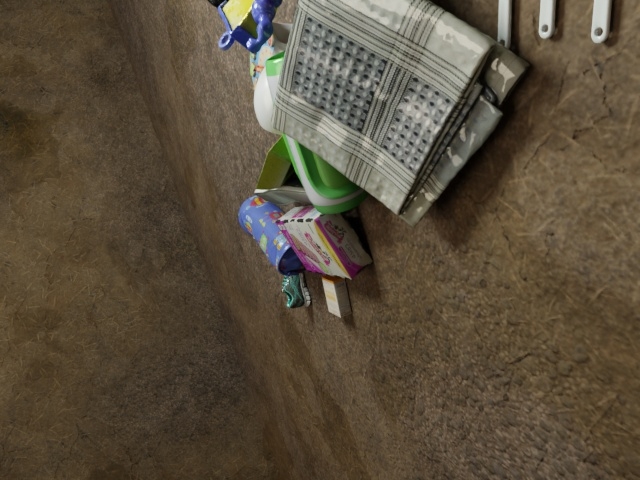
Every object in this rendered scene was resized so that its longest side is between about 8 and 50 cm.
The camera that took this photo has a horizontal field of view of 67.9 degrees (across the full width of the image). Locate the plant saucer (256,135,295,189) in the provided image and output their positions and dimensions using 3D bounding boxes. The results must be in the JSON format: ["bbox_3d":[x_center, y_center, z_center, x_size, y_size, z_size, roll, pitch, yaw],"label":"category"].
[{"bbox_3d":[-0.053,-0.196,1.019,0.045,0.188,0.188,38,157,-1],"label":"plant saucer"}]

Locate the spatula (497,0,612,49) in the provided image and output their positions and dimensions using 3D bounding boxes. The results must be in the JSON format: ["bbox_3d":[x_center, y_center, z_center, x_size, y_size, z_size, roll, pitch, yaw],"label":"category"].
[{"bbox_3d":[0.236,-0.323,0.481,0.168,0.019,0.242,27,130,55],"label":"spatula"}]

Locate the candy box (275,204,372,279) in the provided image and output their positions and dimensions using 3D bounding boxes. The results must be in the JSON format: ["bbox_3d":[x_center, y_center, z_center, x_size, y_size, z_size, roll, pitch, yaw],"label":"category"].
[{"bbox_3d":[0.000,0.000,1.095,0.159,0.071,0.233,57,159,-15],"label":"candy box"}]

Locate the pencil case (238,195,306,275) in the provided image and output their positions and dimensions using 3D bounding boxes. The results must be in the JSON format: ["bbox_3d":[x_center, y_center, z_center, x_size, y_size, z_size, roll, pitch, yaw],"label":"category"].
[{"bbox_3d":[-0.131,-0.014,1.352,0.306,0.119,0.133,43,127,47],"label":"pencil case"}]

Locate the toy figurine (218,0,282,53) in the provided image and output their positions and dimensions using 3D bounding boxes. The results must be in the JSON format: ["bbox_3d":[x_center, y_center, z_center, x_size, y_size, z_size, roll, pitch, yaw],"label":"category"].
[{"bbox_3d":[-0.152,-0.470,0.885,0.217,0.191,0.363,-46,52,28],"label":"toy figurine"}]

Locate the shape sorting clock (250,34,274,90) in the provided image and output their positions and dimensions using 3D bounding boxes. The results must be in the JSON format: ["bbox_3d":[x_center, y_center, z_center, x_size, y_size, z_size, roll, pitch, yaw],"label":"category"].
[{"bbox_3d":[-0.128,-0.416,1.159,0.206,0.040,0.206,45,145,44],"label":"shape sorting clock"}]

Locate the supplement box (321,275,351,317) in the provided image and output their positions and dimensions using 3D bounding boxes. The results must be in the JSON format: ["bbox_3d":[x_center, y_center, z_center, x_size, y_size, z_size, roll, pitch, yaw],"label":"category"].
[{"bbox_3d":[0.041,0.137,1.199,0.062,0.036,0.099,17,122,61],"label":"supplement box"}]

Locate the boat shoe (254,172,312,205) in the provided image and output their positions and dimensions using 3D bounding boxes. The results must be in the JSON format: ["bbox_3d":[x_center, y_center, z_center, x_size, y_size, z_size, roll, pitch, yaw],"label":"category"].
[{"bbox_3d":[-0.059,-0.139,1.135,0.302,0.114,0.091,11,78,49],"label":"boat shoe"}]

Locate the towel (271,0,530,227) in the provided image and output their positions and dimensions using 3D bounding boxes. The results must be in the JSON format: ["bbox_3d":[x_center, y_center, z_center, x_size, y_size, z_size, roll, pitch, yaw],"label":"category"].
[{"bbox_3d":[0.077,-0.199,0.679,0.324,0.056,0.312,37,138,10],"label":"towel"}]

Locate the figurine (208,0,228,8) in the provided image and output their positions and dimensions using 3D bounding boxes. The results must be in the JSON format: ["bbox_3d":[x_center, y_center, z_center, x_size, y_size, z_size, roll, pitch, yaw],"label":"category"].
[{"bbox_3d":[-0.296,-0.745,1.246,0.209,0.092,0.215,51,149,22],"label":"figurine"}]

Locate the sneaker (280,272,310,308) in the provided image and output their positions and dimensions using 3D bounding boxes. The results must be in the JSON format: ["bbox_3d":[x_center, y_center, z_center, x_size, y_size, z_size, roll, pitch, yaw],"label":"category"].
[{"bbox_3d":[-0.087,0.126,1.412,0.065,0.076,0.167,-20,88,65],"label":"sneaker"}]

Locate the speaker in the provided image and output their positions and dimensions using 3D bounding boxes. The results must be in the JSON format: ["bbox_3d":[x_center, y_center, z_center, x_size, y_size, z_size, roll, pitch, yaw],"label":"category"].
[{"bbox_3d":[-0.002,-0.203,0.886,0.131,0.131,0.297,30,145,56],"label":"speaker"}]

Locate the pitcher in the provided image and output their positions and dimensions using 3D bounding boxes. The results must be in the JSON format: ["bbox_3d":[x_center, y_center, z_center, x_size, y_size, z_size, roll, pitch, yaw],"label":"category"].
[{"bbox_3d":[-0.060,-0.319,0.990,0.178,0.125,0.207,54,140,39],"label":"pitcher"}]
